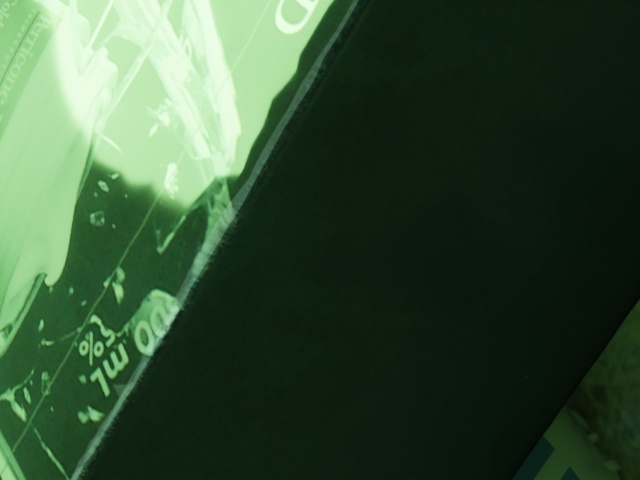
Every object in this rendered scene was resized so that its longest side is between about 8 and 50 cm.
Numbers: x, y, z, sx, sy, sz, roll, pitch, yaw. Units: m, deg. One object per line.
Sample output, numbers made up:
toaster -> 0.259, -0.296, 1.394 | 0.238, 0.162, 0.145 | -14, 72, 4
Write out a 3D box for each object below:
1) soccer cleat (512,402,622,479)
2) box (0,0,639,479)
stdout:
soccer cleat -> 0.134, 0.147, 0.892 | 0.116, 0.143, 0.331 | 92, 178, -51
box -> -0.037, -0.121, 0.790 | 0.472, 0.297, 0.479 | 47, 113, 42
